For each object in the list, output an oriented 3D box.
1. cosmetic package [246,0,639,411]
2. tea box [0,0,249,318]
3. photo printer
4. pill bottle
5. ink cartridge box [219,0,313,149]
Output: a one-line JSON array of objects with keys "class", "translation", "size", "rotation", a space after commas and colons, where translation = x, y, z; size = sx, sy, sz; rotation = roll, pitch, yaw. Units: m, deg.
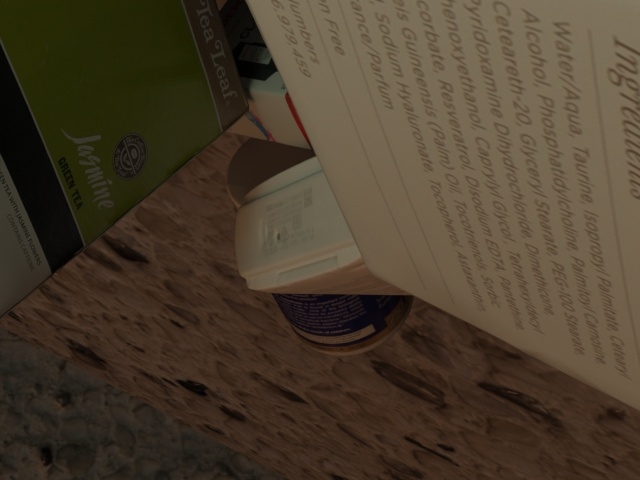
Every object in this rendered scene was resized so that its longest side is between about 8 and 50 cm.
[{"class": "cosmetic package", "translation": [0.220, -0.114, 0.555], "size": [0.394, 0.329, 0.327], "rotation": [27, 157, 33]}, {"class": "tea box", "translation": [-0.266, -0.168, 0.910], "size": [0.220, 0.323, 0.329], "rotation": [14, 133, 38]}, {"class": "photo printer", "translation": [0.112, -0.011, 1.072], "size": [0.308, 0.107, 0.256], "rotation": [2, 170, -26]}, {"class": "pill bottle", "translation": [0.000, 0.000, 1.315], "size": [0.153, 0.153, 0.264], "rotation": [17, 153, 30]}, {"class": "ink cartridge box", "translation": [-0.025, -0.155, 1.075], "size": [0.175, 0.127, 0.072], "rotation": [14, 151, 34]}]
